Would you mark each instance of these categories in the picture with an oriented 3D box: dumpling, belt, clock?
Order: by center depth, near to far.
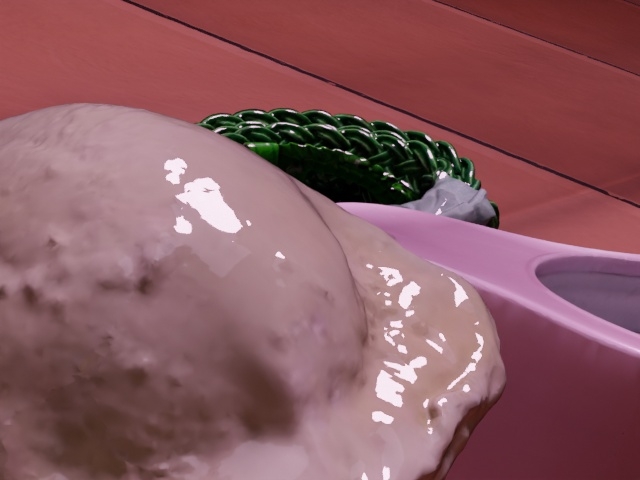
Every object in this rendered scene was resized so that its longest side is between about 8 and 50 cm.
[{"bbox_3d":[-0.083,0.042,0.492,0.252,0.131,0.179,9,37,16],"label":"dumpling"},{"bbox_3d":[0.140,0.051,0.699,0.275,0.080,0.290,18,13,21],"label":"clock"},{"bbox_3d":[0.000,0.000,0.777,0.151,0.079,0.121,-3,32,-19],"label":"belt"}]
